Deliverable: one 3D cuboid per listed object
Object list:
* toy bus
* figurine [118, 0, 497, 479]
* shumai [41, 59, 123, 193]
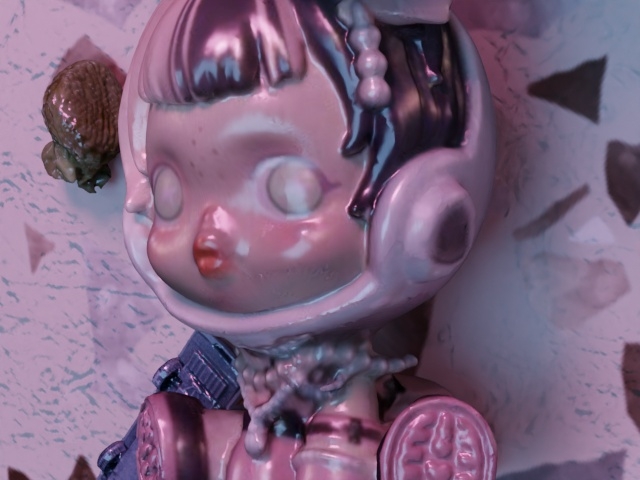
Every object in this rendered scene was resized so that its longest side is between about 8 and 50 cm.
[{"bbox_3d":[-0.095,0.137,1.223,0.064,0.075,0.190,46,120,20],"label":"toy bus"},{"bbox_3d":[-0.009,0.001,1.062,0.253,0.211,0.361,-5,97,21],"label":"figurine"},{"bbox_3d":[-0.177,-0.077,1.244,0.080,0.082,0.083,-30,60,34],"label":"shumai"}]
